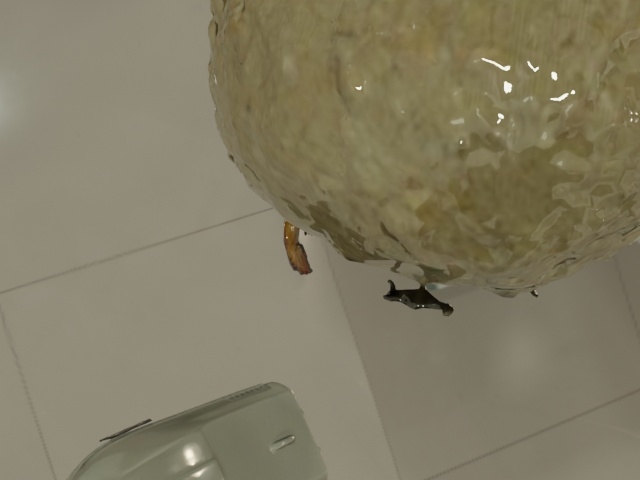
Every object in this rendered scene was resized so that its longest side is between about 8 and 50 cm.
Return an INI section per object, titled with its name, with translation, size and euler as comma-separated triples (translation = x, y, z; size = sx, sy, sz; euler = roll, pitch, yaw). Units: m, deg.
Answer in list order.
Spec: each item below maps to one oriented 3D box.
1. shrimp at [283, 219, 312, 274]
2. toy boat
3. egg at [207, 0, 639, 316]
[shrimp]
translation = 0.000, 0.000, 0.785
size = 0.127, 0.025, 0.091
euler = 41, 52, -47
[toy boat]
translation = -0.123, 0.226, 0.743
size = 0.269, 0.140, 0.141
euler = -16, 90, -36
[egg]
translation = 0.087, -0.105, 0.447
size = 0.310, 0.279, 0.279
euler = -1, 86, 8
